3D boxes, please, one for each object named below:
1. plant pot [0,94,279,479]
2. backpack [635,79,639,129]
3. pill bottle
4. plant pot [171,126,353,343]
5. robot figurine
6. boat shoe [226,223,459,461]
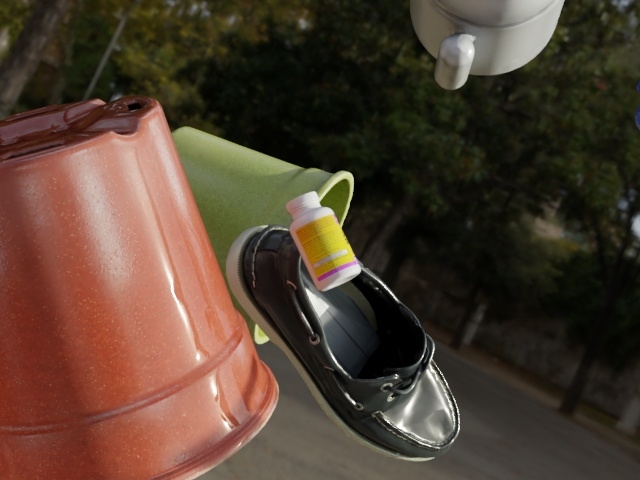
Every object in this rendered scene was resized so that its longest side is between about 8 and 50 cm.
[{"bbox_3d":[-0.196,0.035,0.916,0.273,0.265,0.272,-12,18,4],"label":"plant pot"},{"bbox_3d":[0.396,-0.157,1.219,0.098,0.120,0.101,-8,41,-20],"label":"backpack"},{"bbox_3d":[0.000,0.000,1.001,0.083,0.043,0.043,64,4,8],"label":"pill bottle"},{"bbox_3d":[-0.128,-0.032,1.632,0.254,0.276,0.276,29,-1,11],"label":"plant pot"},{"bbox_3d":[0.214,-0.338,1.429,0.200,0.299,0.353,18,-10,8],"label":"robot figurine"},{"bbox_3d":[0.053,0.108,1.144,0.113,0.127,0.340,-12,-57,49],"label":"boat shoe"}]
